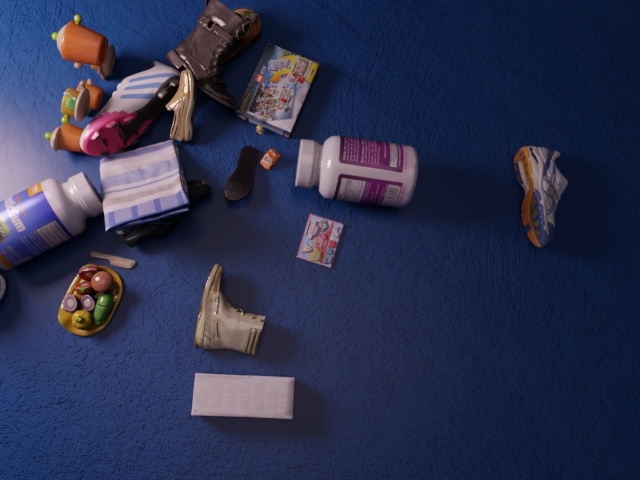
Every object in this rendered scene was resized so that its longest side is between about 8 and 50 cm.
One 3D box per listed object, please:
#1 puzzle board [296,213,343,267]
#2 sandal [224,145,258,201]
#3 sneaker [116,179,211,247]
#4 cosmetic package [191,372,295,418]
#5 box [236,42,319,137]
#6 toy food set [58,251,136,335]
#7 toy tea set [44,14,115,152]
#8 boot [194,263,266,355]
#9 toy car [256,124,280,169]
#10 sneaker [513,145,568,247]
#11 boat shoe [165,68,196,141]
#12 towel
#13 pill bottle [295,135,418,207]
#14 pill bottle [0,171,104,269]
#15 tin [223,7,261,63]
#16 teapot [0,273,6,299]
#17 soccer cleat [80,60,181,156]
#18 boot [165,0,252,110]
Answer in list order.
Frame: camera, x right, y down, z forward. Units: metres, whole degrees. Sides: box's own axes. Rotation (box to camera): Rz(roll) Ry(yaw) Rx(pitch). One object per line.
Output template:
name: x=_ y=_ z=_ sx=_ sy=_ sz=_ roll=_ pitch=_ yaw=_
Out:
puzzle board: x=0.000 y=0.000 z=1.418 sx=0.097 sy=0.011 sz=0.128 roll=18 pitch=75 yaw=-2
sandal: x=-0.209 y=-0.175 z=1.425 sx=0.067 sy=0.040 sz=0.179 roll=19 pitch=61 yaw=-8
sneaker: x=-0.400 y=-0.076 z=1.361 sx=0.268 sy=0.101 sz=0.106 roll=-26 pitch=109 yaw=-17
cosmetic package: x=-0.185 y=0.377 z=1.283 sx=0.239 sy=0.060 sz=0.098 roll=5 pitch=75 yaw=-5
box: x=-0.117 y=-0.422 z=1.485 sx=0.159 sy=0.044 sz=0.233 roll=22 pitch=76 yaw=-1
toy food set: x=-0.559 y=0.125 z=1.293 sx=0.128 sy=0.071 sz=0.217 roll=21 pitch=75 yaw=-2
toy tea set: x=-0.633 y=-0.393 z=1.344 sx=0.124 sy=0.200 sz=0.335 roll=16 pitch=81 yaw=-12
boot: x=-0.216 y=0.173 z=1.320 sx=0.165 sy=0.077 sz=0.213 roll=10 pitch=81 yaw=-4
toy car: x=-0.158 y=-0.256 z=1.444 sx=0.060 sy=0.040 sz=0.122 roll=-34 pitch=83 yaw=-13
sneaker: x=0.634 y=-0.127 z=1.470 sx=0.131 sy=0.112 sz=0.296 roll=-1 pitch=78 yaw=-7
boat shoe: x=-0.367 y=-0.351 z=1.380 sx=0.072 sy=0.068 sz=0.189 roll=-1 pitch=114 yaw=-20
towel: x=-0.443 y=-0.145 z=1.318 sx=0.209 sy=0.034 sz=0.285 roll=-17 pitch=47 yaw=-9
pill bottle: x=0.090 y=-0.184 z=1.391 sx=0.302 sy=0.169 sz=0.169 roll=8 pitch=76 yaw=-5
pill bottle: x=-0.673 y=-0.057 z=1.281 sx=0.272 sy=0.152 sz=0.152 roll=-31 pitch=82 yaw=-12
tin: x=-0.251 y=-0.586 z=1.513 sx=0.106 sy=0.040 sz=0.189 roll=44 pitch=77 yaw=0
teapot: x=-0.879 y=0.020 z=1.225 sx=0.253 sy=0.255 sz=0.187 roll=25 pitch=34 yaw=21
soccer cleat: x=-0.507 y=-0.351 z=1.398 sx=0.143 sy=0.116 sz=0.331 roll=40 pitch=70 yaw=21
boot: x=-0.268 y=-0.509 z=1.429 sx=0.263 sy=0.091 sz=0.229 roll=43 pitch=93 yaw=0
